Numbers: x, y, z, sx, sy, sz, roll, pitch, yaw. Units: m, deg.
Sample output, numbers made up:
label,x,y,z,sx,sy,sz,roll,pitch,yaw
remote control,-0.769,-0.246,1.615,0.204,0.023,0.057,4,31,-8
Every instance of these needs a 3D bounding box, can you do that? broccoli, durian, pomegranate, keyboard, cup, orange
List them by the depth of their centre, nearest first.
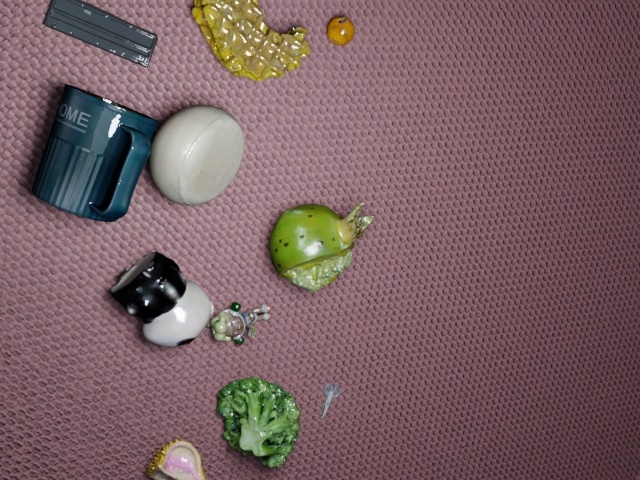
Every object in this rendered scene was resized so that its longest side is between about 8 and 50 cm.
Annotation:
label,x,y,z,sx,sy,sz,roll,pitch,yaw
cup,-0.553,-0.205,1.682,0.308,0.242,0.292,25,96,11
keyboard,-0.619,-0.566,1.711,0.381,0.041,0.103,19,94,-28
orange,0.059,-0.607,1.911,0.083,0.083,0.084,-4,103,-18
pomegranate,0.000,0.000,1.916,0.340,0.260,0.260,-32,113,18
durian,-0.436,0.695,1.997,0.182,0.132,0.165,4,112,-31
broccoli,-0.188,0.554,2.000,0.265,0.245,0.295,-27,85,7

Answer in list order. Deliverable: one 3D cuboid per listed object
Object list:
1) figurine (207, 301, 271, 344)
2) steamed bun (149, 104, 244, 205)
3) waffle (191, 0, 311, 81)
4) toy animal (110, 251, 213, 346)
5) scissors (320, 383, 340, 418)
label,x,y,z,sx,sy,sz,roll,pitch,yaw
figurine,-0.240,0.246,1.985,0.197,0.093,0.147,-11,116,-18
steamed bun,-0.346,-0.237,1.769,0.177,0.283,0.283,28,92,20
waffle,-0.185,-0.590,1.793,0.261,0.151,0.324,-34,107,-4
toy animal,-0.441,0.171,1.849,0.212,0.212,0.267,-38,114,-8
scissors,0.025,0.534,2.184,0.058,0.014,0.119,21,91,-21
